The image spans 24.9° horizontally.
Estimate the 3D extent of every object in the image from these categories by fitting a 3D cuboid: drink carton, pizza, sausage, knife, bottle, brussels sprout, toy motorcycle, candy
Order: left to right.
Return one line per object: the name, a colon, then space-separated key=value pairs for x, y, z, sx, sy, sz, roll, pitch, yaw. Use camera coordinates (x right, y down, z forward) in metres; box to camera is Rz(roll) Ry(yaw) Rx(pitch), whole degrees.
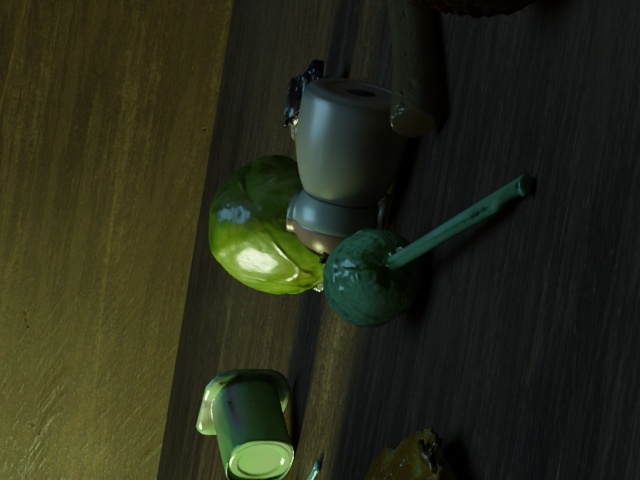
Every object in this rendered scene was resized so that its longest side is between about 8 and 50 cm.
drink carton: x=-0.109 y=0.304 z=2.321 sx=0.142 sy=0.146 sz=0.144 roll=-110 pitch=29 yaw=-50
brussels sprout: x=-0.057 y=-0.014 z=2.095 sx=0.161 sy=0.223 sz=0.223 roll=-93 pitch=16 yaw=-59
toy motorcycle: x=-0.020 y=-0.204 z=2.379 sx=0.212 sy=0.084 sz=0.118 roll=107 pitch=166 yaw=-66
knife: x=-0.015 y=0.355 z=2.131 sx=0.027 sy=0.010 sz=0.096 roll=-93 pitch=19 yaw=-45
bottle: x=0.031 y=-0.084 z=1.903 sx=0.147 sy=0.147 sz=0.237 roll=-112 pitch=32 yaw=-67
sausage: x=0.114 y=-0.254 z=1.832 sx=0.066 sy=0.065 sz=0.301 roll=113 pitch=161 yaw=-50
pizza: x=0.100 y=0.292 z=1.508 sx=0.297 sy=0.071 sz=0.189 roll=140 pitch=150 yaw=-67
candy: x=0.119 y=0.000 z=1.601 sx=0.440 sy=0.119 sz=0.119 roll=142 pitch=136 yaw=-62

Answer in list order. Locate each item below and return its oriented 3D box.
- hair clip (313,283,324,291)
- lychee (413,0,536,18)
hair clip: x=0.000 y=0.000 z=2.248 sx=0.116 sy=0.049 sz=0.172 roll=-43 pitch=30 yaw=50
lychee: x=0.158 y=-0.309 z=1.424 sx=0.194 sy=0.194 sz=0.194 roll=-171 pitch=90 yaw=-78
